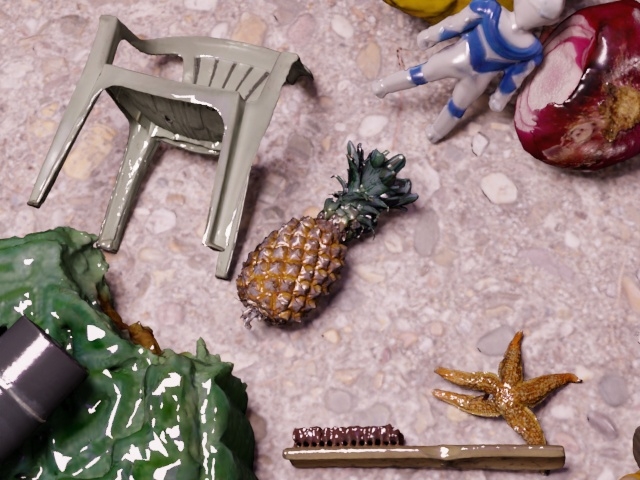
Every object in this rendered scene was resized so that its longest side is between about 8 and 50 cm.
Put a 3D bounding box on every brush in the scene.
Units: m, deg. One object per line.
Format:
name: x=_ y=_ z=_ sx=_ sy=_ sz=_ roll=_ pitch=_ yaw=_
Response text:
brush: x=0.091 y=0.183 z=0.917 sx=0.248 sy=0.043 sz=0.036 roll=-2 pitch=69 yaw=11

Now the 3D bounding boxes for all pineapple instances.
pineapple: x=0.000 y=-0.001 z=0.985 sx=0.083 sy=0.103 sz=0.221 roll=38 pitch=77 yaw=20

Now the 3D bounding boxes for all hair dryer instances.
hair dryer: x=-0.296 y=0.085 z=0.828 sx=0.124 sy=0.071 sz=0.219 roll=-44 pitch=60 yaw=-12

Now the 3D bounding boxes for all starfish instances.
starfish: x=0.180 y=0.148 z=0.933 sx=0.133 sy=0.041 sz=0.130 roll=-23 pitch=67 yaw=-4

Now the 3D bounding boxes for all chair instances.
chair: x=-0.131 y=-0.115 z=1.021 sx=0.204 sy=0.190 sz=0.274 roll=15 pitch=77 yaw=11

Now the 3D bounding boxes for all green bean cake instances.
green bean cake: x=-0.219 y=0.139 z=0.913 sx=0.300 sy=0.169 sz=0.307 roll=-10 pitch=64 yaw=2

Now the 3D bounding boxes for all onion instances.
onion: x=0.274 y=-0.155 z=1.015 sx=0.135 sy=0.198 sz=0.173 roll=30 pitch=115 yaw=-15

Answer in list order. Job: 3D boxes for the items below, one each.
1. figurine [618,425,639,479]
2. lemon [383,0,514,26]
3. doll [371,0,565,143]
figurine: x=0.344 y=0.258 z=0.805 sx=0.192 sy=0.167 sz=0.257 roll=-35 pitch=44 yaw=-5
lemon: x=0.169 y=-0.369 z=1.036 sx=0.285 sy=0.285 sz=0.316 roll=37 pitch=109 yaw=19
doll: x=0.161 y=-0.184 z=0.990 sx=0.114 sy=0.227 sz=0.057 roll=40 pitch=41 yaw=-17
